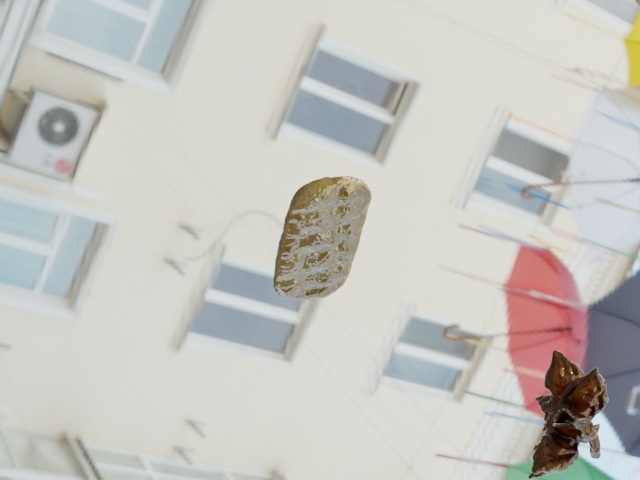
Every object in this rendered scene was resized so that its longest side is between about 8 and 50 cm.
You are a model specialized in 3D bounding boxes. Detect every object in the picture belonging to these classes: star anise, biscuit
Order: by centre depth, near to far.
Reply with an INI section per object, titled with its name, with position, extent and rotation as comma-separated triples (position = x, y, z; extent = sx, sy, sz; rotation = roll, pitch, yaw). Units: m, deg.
[biscuit]
position = 0.000, 0.000, 0.953
extent = 0.147, 0.071, 0.018
rotation = 104, -25, -43
[star anise]
position = 0.374, 0.271, 1.725
extent = 0.111, 0.212, 0.196
rotation = 7, -84, 14

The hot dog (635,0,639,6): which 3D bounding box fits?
[hot dog]
position = 0.500, -0.346, 1.576
extent = 0.115, 0.269, 0.072
rotation = -17, -131, 37
